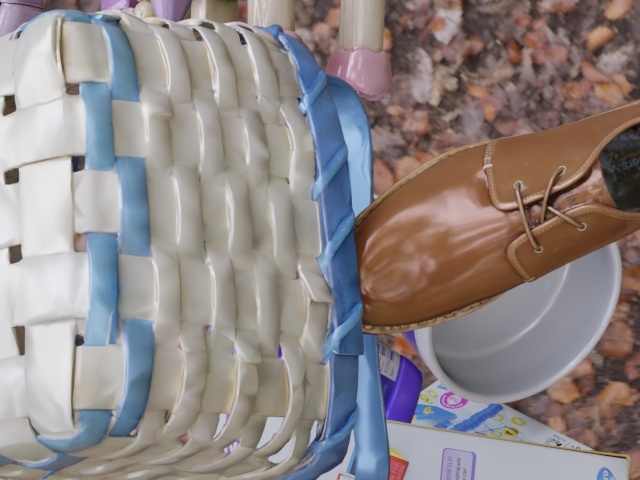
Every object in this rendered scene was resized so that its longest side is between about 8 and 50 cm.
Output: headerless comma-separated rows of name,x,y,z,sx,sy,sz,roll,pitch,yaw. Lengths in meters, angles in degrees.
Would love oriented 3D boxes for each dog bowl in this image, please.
dog bowl,0.219,0.055,1.399,0.265,0.265,0.104,-56,35,10

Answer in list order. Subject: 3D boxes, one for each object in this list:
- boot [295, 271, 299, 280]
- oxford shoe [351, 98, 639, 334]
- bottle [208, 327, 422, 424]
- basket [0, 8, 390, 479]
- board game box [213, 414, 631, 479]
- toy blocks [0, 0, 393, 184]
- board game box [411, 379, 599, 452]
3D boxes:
boot,-0.025,0.018,1.117,0.165,0.213,0.077,-40,63,1
oxford shoe,0.097,-0.017,0.546,0.212,0.076,0.076,-26,92,-1
bottle,-0.038,0.110,1.172,0.283,0.118,0.092,31,134,-9
basket,-0.061,0.012,0.592,0.201,0.289,0.255,-16,71,40
board game box,0.057,0.252,0.847,0.316,0.064,0.242,10,66,-1
toy blocks,-0.131,-0.131,1.080,0.288,0.309,0.260,4,91,44
board game box,0.165,0.326,1.467,0.308,0.302,0.086,23,133,44
